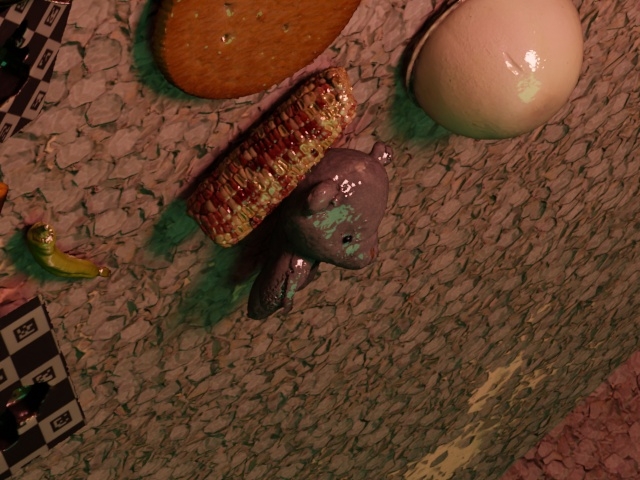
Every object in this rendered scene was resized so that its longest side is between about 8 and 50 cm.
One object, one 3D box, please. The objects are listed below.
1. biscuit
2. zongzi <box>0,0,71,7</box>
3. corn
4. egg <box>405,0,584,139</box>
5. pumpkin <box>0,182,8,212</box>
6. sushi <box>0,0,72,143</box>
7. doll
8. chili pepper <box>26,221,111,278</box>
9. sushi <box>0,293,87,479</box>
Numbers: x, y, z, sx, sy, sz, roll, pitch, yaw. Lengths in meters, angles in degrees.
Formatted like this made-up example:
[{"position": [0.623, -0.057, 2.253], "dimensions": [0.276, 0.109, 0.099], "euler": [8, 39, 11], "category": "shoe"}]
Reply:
[{"position": [-0.069, -0.288, 2.054], "dimensions": [0.305, 0.038, 0.305], "euler": [-27, 148, -18], "category": "biscuit"}, {"position": [-0.342, -0.263, 1.716], "dimensions": [0.242, 0.112, 0.221], "euler": [-37, 153, 15], "category": "zongzi"}, {"position": [-0.058, -0.111, 2.266], "dimensions": [0.290, 0.098, 0.098], "euler": [-45, 151, 9], "category": "corn"}, {"position": [0.269, -0.224, 2.391], "dimensions": [0.264, 0.174, 0.286], "euler": [-37, 155, 6], "category": "egg"}, {"position": [-0.507, 0.011, 1.932], "dimensions": [0.258, 0.095, 0.290], "euler": [-52, 152, 17], "category": "pumpkin"}, {"position": [-0.356, -0.183, 1.838], "dimensions": [0.231, 0.047, 0.220], "euler": [-48, 166, -51], "category": "sushi"}, {"position": [0.007, 0.002, 2.416], "dimensions": [0.246, 0.158, 0.340], "euler": [-48, 166, -44], "category": "doll"}, {"position": [-0.333, 0.023, 2.211], "dimensions": [0.049, 0.043, 0.208], "euler": [-62, 158, -9], "category": "chili pepper"}, {"position": [-0.499, 0.235, 2.301], "dimensions": [0.343, 0.064, 0.359], "euler": [-33, 150, -17], "category": "sushi"}]
